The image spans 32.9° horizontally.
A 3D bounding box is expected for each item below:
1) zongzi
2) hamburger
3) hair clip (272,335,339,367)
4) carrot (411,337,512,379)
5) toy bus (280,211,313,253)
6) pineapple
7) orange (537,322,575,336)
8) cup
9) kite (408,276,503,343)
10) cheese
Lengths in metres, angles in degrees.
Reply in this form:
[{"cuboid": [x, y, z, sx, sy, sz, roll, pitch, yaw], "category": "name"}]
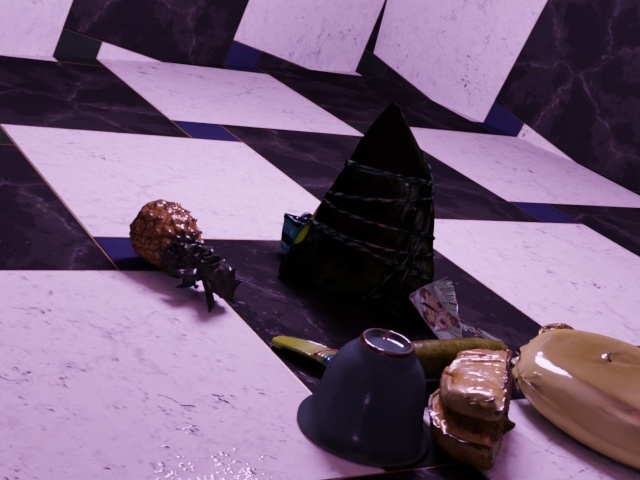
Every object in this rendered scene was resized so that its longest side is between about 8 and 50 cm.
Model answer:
[{"cuboid": [0.107, -0.076, 1.980, 0.319, 0.383, 0.362, 16, -16, 12], "category": "zongzi"}, {"cuboid": [0.228, 0.251, 1.624, 0.131, 0.124, 0.262, 3, 12, 12], "category": "hamburger"}, {"cuboid": [0.006, 0.189, 1.745, 0.188, 0.033, 0.060, 23, 21, 22], "category": "hair clip"}, {"cuboid": [0.172, 0.194, 1.759, 0.359, 0.074, 0.074, 4, 22, -36], "category": "carrot"}, {"cuboid": [0.000, 0.000, 2.170, 0.160, 0.091, 0.079, 11, 11, -25], "category": "toy bus"}, {"cuboid": [-0.235, 0.024, 1.906, 0.128, 0.128, 0.248, -3, 30, -41], "category": "pineapple"}, {"cuboid": [0.449, 0.185, 2.025, 0.086, 0.062, 0.086, 16, 18, -5], "category": "orange"}, {"cuboid": [0.078, 0.210, 1.563, 0.199, 0.150, 0.199, 12, 20, -5], "category": "cup"}, {"cuboid": [0.247, 0.151, 1.938, 0.250, 0.012, 0.229, 26, 39, -30], "category": "kite"}, {"cuboid": [0.463, 0.245, 1.774, 0.316, 0.128, 0.259, 23, 23, 27], "category": "cheese"}]
